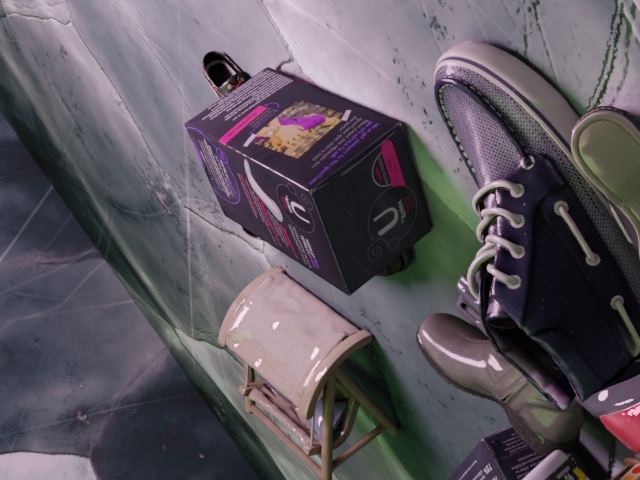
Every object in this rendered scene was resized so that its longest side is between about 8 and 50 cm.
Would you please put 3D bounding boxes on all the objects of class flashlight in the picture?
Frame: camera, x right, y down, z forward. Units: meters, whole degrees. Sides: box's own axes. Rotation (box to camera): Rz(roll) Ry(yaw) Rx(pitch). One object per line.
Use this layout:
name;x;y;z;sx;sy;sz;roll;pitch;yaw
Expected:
flashlight;0.266;0.107;1.043;0.304;0.103;0.103;46;155;37

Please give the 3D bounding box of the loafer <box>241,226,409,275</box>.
loafer;0.000;0.000;1.448;0.302;0.095;0.109;26;146;52

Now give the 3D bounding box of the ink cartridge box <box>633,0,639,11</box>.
ink cartridge box;0.290;-0.116;0.700;0.207;0.046;0.097;56;161;-3

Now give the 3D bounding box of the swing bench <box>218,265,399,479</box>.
swing bench;-0.030;0.220;1.762;0.253;0.165;0.254;34;151;45

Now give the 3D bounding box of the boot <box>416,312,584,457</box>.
boot;0.217;0.120;1.218;0.246;0.083;0.161;39;144;33

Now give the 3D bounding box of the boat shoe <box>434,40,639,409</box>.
boat shoe;0.179;-0.012;0.943;0.340;0.158;0.127;51;159;9

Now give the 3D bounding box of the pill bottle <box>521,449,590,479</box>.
pill bottle;0.282;0.336;1.128;0.208;0.119;0.119;47;159;16

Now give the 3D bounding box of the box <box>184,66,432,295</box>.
box;-0.017;-0.080;1.291;0.270;0.143;0.165;32;152;45

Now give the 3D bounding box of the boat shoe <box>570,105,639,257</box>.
boat shoe;0.279;-0.026;0.876;0.206;0.075;0.065;52;-157;-8

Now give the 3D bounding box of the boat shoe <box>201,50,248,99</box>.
boat shoe;-0.119;-0.206;1.455;0.133;0.049;0.042;50;168;26

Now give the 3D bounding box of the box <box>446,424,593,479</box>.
box;0.261;0.337;1.288;0.207;0.108;0.153;62;154;24

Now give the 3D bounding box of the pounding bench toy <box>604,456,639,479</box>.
pounding bench toy;0.338;0.274;1.175;0.052;0.065;0.083;58;160;-10
